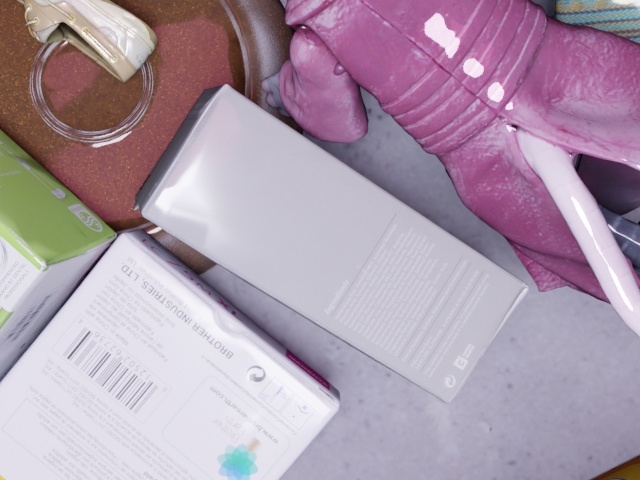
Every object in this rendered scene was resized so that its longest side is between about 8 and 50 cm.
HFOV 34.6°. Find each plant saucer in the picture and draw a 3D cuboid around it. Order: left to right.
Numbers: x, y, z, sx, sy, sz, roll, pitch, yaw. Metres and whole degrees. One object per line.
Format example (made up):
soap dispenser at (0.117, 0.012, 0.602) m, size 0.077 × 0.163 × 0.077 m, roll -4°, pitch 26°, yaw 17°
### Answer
plant saucer at (-0.164, -0.111, 0.753) m, size 0.310 × 0.050 × 0.311 m, roll 0°, pitch 84°, yaw -3°

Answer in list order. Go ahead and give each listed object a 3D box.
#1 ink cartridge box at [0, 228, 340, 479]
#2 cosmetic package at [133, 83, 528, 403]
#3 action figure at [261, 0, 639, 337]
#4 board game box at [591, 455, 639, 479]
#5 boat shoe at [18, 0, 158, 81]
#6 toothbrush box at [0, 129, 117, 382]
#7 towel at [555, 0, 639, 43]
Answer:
ink cartridge box at (-0.154, 0.168, 0.704) m, size 0.186 × 0.065 × 0.311 m, roll 39°, pitch 91°, yaw 0°
cosmetic package at (0.000, 0.000, 0.684) m, size 0.238 × 0.127 × 0.107 m, roll 36°, pitch 88°, yaw -16°
action figure at (0.081, -0.085, 0.593) m, size 0.370 × 0.276 × 0.248 m, roll 34°, pitch 118°, yaw -12°
board game box at (0.172, 0.374, 0.570) m, size 0.356 × 0.356 × 0.356 m, roll -26°, pitch 86°, yaw -5°
boat shoe at (-0.180, -0.156, 0.707) m, size 0.135 × 0.050 × 0.045 m, roll 29°, pitch 78°, yaw 0°
toothbrush box at (-0.315, -0.012, 0.672) m, size 0.283 × 0.122 × 0.206 m, roll 42°, pitch 104°, yaw 3°
towel at (0.282, -0.250, 0.638) m, size 0.271 × 0.040 × 0.370 m, roll 1°, pitch 110°, yaw 14°
